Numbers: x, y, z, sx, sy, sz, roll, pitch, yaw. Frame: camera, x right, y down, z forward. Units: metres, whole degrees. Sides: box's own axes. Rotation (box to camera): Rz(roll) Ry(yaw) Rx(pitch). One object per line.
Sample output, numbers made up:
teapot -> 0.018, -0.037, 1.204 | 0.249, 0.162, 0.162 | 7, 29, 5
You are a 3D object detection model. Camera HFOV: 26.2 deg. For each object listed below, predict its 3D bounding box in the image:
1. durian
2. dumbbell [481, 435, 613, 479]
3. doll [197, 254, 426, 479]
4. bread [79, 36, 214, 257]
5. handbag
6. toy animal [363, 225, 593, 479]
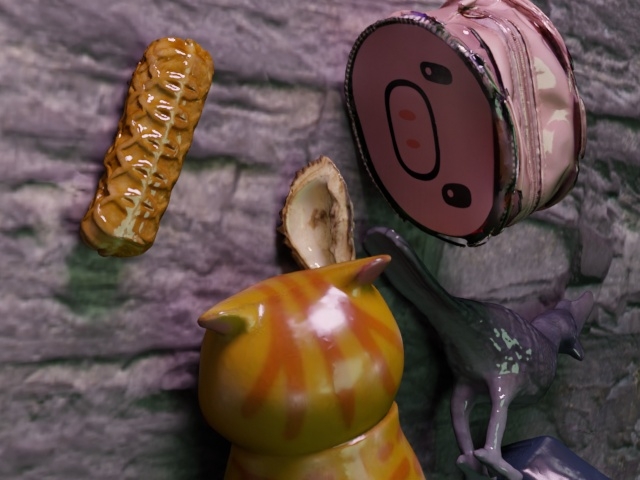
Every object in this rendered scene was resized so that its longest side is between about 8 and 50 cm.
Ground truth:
durian -> 0.008, -0.002, 1.054 | 0.052, 0.066, 0.130 | -21, 105, -56
dumbbell -> 0.147, 0.322, 1.242 | 0.316, 0.156, 0.144 | -42, 159, -36
doll -> -0.005, 0.146, 1.006 | 0.166, 0.162, 0.270 | -22, 106, -24
bread -> -0.114, -0.062, 0.908 | 0.052, 0.044, 0.157 | 29, 75, -44
handbag -> 0.113, -0.096, 1.077 | 0.116, 0.179, 0.205 | -29, 120, -35
toy animal -> 0.150, 0.119, 1.240 | 0.367, 0.081, 0.206 | 17, 73, -50
